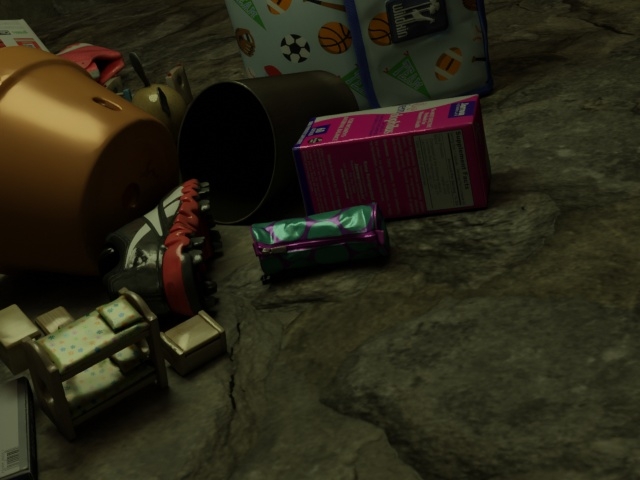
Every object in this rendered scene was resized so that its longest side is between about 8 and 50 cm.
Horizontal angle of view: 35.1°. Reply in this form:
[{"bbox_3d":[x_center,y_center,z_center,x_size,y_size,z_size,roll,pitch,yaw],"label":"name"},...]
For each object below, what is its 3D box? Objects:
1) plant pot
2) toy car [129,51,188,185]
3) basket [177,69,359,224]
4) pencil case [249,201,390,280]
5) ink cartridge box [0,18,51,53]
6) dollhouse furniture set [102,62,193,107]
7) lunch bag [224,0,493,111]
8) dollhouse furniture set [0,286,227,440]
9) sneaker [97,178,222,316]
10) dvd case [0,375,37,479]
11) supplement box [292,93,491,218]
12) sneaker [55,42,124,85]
[{"bbox_3d":[-0.313,-0.078,1.250,0.204,0.290,0.291,17,36,23],"label":"plant pot"},{"bbox_3d":[-0.240,-0.162,1.402,0.149,0.188,0.155,-25,59,-22],"label":"toy car"},{"bbox_3d":[-0.058,-0.147,1.366,0.154,0.204,0.227,38,38,18],"label":"basket"},{"bbox_3d":[0.000,0.000,1.131,0.152,0.064,0.070,-10,8,10],"label":"pencil case"},{"bbox_3d":[-0.634,-0.278,1.851,0.309,0.130,0.272,-12,50,-43],"label":"ink cartridge box"},{"bbox_3d":[-0.289,-0.189,1.622,0.129,0.129,0.183,-7,25,15],"label":"dollhouse furniture set"},{"bbox_3d":[0.059,-0.360,1.562,0.386,0.327,0.239,-1,32,24],"label":"lunch bag"},{"bbox_3d":[-0.215,0.072,0.991,0.182,0.101,0.161,-29,46,-30],"label":"dollhouse furniture set"},{"bbox_3d":[-0.188,0.005,1.180,0.135,0.097,0.276,-10,26,3],"label":"sneaker"},{"bbox_3d":[-0.379,0.212,0.920,0.239,0.029,0.179,-18,24,-10],"label":"dvd case"},{"bbox_3d":[0.091,-0.097,1.236,0.220,0.114,0.111,-6,24,14],"label":"supplement box"},{"bbox_3d":[-0.539,-0.349,2.129,0.136,0.116,0.314,4,30,32],"label":"sneaker"}]
